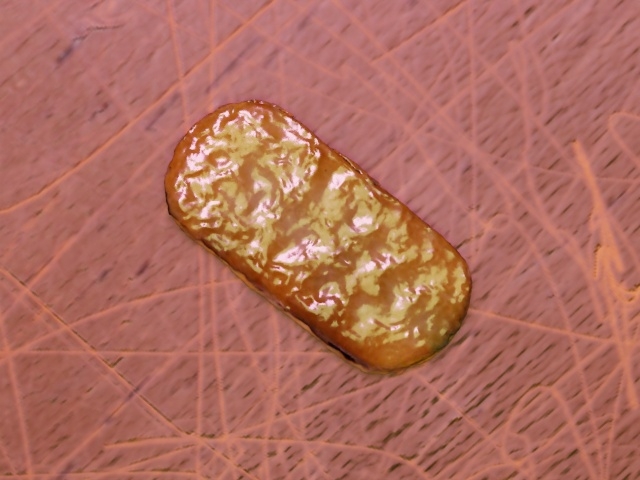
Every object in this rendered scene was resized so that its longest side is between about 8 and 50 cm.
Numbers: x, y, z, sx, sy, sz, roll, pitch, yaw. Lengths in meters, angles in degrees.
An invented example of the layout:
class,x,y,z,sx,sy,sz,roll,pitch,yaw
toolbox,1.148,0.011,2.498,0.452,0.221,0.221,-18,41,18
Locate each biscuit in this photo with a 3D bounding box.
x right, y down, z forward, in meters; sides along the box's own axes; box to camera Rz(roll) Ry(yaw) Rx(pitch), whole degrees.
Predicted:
class,x,y,z,sx,sy,sz,roll,pitch,yaw
biscuit,0.000,0.000,1.028,0.247,0.029,0.118,39,93,-11
